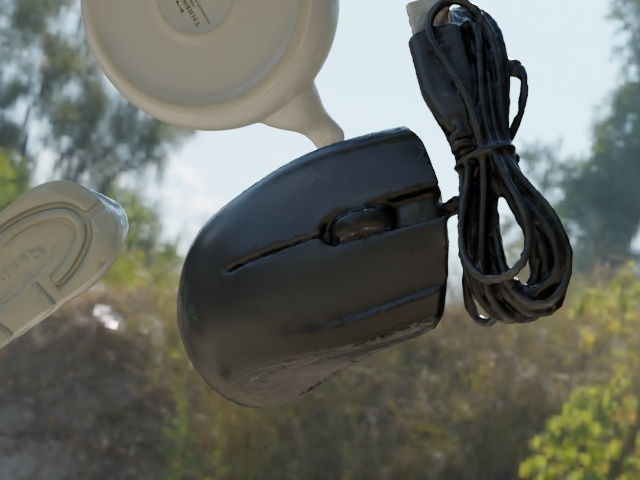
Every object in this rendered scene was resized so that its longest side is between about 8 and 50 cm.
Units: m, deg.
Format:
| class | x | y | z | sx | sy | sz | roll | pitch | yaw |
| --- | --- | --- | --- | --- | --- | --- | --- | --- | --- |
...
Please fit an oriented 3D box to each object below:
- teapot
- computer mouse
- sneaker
| class | x | y | z | sx | sy | sz | roll | pitch | yaw |
| --- | --- | --- | --- | --- | --- | --- | --- | --- | --- |
| teapot | -0.093 | -0.224 | 1.402 | 0.252 | 0.256 | 0.187 | 11 | 7 | 11 |
| computer mouse | 0.000 | 0.000 | 0.817 | 0.072 | 0.188 | 0.272 | 13 | -36 | -42 |
| sneaker | -0.228 | 0.043 | 0.962 | 0.235 | 0.090 | 0.095 | -27 | 2 | 1 |
